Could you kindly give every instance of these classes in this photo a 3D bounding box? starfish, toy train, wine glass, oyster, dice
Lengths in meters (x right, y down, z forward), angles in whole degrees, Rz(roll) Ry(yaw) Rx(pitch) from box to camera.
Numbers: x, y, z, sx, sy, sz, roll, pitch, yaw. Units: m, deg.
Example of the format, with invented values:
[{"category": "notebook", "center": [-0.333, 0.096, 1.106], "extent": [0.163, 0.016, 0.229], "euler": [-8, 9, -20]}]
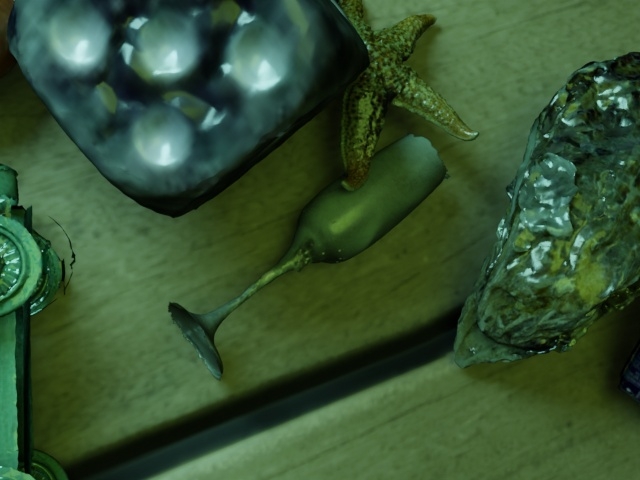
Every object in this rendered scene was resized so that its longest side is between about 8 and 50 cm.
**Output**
[{"category": "starfish", "center": [0.051, -0.126, 0.740], "extent": [0.175, 0.053, 0.208], "euler": [26, 67, 3]}, {"category": "toy train", "center": [-0.258, 0.098, 0.591], "extent": [0.189, 0.126, 0.308], "euler": [-1, 85, -18]}, {"category": "wine glass", "center": [0.000, 0.000, 0.720], "extent": [0.262, 0.074, 0.074], "euler": [-38, 96, -20]}, {"category": "oyster", "center": [0.232, -0.027, 0.772], "extent": [0.162, 0.158, 0.351], "euler": [35, 79, 33]}, {"category": "dice", "center": [-0.084, -0.136, 0.619], "extent": [0.181, 0.182, 0.183], "euler": [-37, 97, 11]}]

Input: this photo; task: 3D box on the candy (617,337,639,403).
[{"category": "candy", "center": [0.351, 0.018, 0.731], "extent": [0.088, 0.312, 0.061], "euler": [35, 31, 25]}]

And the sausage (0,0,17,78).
[{"category": "sausage", "center": [-0.327, -0.179, 0.601], "extent": [0.258, 0.133, 0.133], "euler": [27, 76, -14]}]
